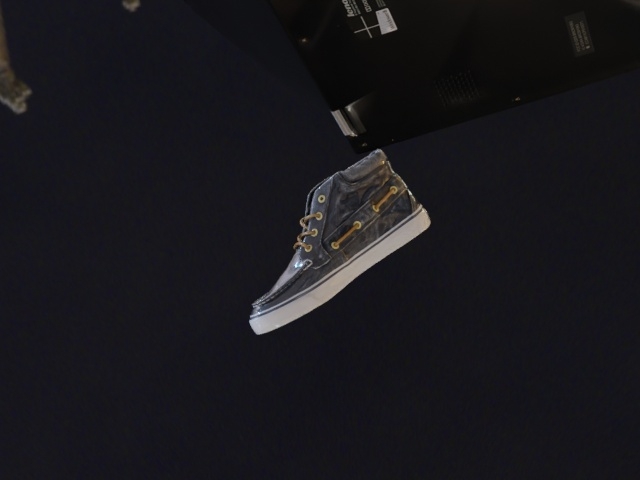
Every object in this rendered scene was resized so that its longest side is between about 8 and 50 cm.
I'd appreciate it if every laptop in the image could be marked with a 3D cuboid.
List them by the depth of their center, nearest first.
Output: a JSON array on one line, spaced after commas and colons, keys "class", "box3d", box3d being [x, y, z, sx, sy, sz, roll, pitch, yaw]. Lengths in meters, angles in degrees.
[{"class": "laptop", "box3d": [0.004, -0.270, 0.720, 0.408, 0.382, 0.236, -15, -126, 16]}]

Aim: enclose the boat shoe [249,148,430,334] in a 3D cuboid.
[{"class": "boat shoe", "box3d": [0.000, 0.000, 0.914, 0.183, 0.065, 0.083, -35, -84, -13]}]
